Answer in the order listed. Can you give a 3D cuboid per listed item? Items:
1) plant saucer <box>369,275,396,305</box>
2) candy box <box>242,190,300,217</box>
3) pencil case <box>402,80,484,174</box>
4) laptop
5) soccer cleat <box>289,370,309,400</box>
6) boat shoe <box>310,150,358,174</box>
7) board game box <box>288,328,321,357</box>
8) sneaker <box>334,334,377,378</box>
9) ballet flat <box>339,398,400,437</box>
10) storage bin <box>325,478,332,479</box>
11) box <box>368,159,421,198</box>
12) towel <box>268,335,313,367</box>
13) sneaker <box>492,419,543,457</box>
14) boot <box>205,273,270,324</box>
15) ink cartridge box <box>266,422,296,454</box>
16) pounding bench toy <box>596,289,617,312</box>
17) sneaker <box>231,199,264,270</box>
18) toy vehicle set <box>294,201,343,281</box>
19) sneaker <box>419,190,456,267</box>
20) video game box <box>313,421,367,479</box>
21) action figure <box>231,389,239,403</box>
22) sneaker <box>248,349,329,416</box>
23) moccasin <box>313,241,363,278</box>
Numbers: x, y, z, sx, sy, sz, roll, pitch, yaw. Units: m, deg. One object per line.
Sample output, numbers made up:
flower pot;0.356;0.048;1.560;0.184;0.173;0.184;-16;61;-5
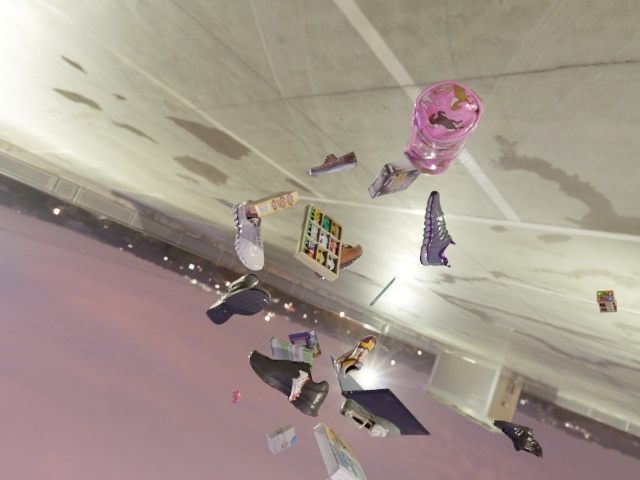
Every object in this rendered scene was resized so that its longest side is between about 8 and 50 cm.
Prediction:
plant saucer;0.321;0.263;2.237;0.018;0.192;0.067;42;157;13
candy box;-0.185;-0.139;1.649;0.186;0.053;0.109;-25;-163;-31
pencil case;0.321;-0.291;1.189;0.160;0.167;0.386;37;-179;8
laptop;0.276;0.741;2.115;0.407;0.236;0.382;-19;123;37
soccer cleat;-0.064;0.389;1.170;0.035;0.083;0.029;35;165;-1
boat shoe;0.046;-0.289;1.627;0.183;0.066;0.066;-12;-170;3
board game box;-0.084;0.547;2.294;0.170;0.141;0.048;-21;175;42
sneaker;0.142;0.426;1.586;0.070;0.185;0.084;52;177;-33
ballet flat;0.159;0.608;1.446;0.213;0.068;0.072;28;129;16
storage bin;0.093;1.035;1.552;0.260;0.262;0.123;15;137;10
box;0.329;-0.271;1.894;0.182;0.056;0.231;-15;165;-18
towel;-0.096;0.372;1.451;0.151;0.023;0.113;14;140;12
sneaker;0.685;0.690;1.522;0.170;0.089;0.051;13;155;4
boot;-0.310;0.208;1.794;0.338;0.223;0.118;-19;113;32
ink cartridge box;-0.181;0.924;2.036;0.122;0.089;0.052;-17;-162;-27
pounding bench toy;0.993;0.198;1.516;0.052;0.083;0.065;-11;127;39
sneaker;-0.281;-0.025;1.759;0.110;0.292;0.118;-7;169;-42
toy vehicle set;0.000;0.000;1.541;0.166;0.267;0.035;35;128;-23
sneaker;0.352;-0.032;1.285;0.098;0.224;0.083;7;-175;16
video game box;0.071;0.718;1.419;0.187;0.048;0.205;51;180;-25
action figure;-0.339;0.623;1.745;0.030;0.038;0.115;8;146;-15
sneaker;-0.098;0.421;1.367;0.286;0.130;0.109;32;165;17
moccasin;0.083;0.078;2.228;0.380;0.147;0.139;-21;164;-43
